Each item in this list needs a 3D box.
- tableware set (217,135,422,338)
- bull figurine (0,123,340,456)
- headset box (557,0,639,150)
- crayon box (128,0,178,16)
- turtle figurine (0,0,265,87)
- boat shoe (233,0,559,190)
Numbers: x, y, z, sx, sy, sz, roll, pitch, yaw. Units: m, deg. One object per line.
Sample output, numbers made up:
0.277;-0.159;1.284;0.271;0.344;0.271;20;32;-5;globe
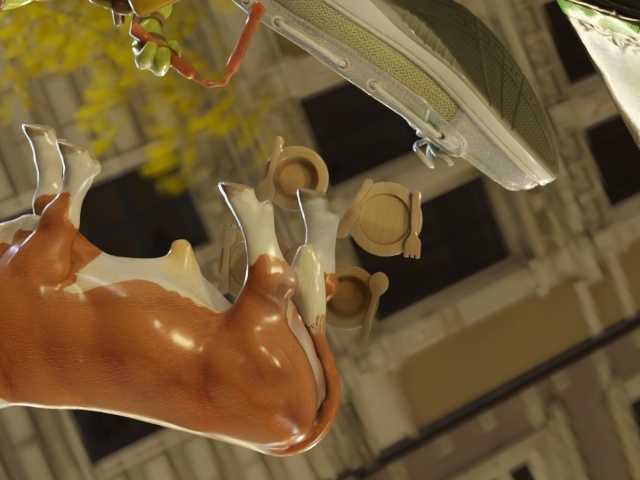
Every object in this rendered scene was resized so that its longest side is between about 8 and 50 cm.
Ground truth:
0.000;0.000;1.340;0.168;0.141;0.020;20;-3;-1;tableware set
-0.133;0.038;0.981;0.101;0.310;0.188;-113;-145;-81;bull figurine
0.289;-0.079;0.861;0.246;0.131;0.283;31;-13;42;headset box
-0.086;-0.242;0.808;0.318;0.081;0.202;-76;142;-68;crayon box
-0.158;-0.219;1.185;0.087;0.217;0.269;113;-24;-59;turtle figurine
0.067;-0.145;1.296;0.320;0.118;0.103;37;-55;-21;boat shoe
